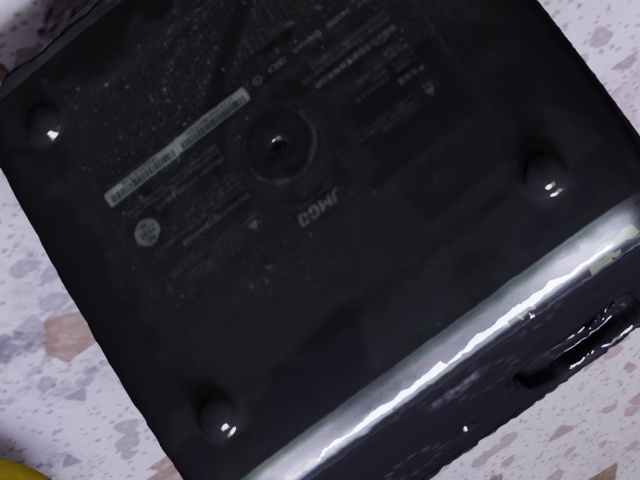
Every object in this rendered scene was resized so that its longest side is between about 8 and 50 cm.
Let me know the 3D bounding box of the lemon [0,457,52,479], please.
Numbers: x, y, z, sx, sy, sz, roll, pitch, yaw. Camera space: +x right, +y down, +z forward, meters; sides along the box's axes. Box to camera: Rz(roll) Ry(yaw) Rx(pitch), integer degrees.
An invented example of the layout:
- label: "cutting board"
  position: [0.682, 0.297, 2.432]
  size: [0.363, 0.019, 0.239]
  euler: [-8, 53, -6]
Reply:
- label: "lemon"
  position: [-0.333, 0.355, 1.700]
  size: [0.364, 0.364, 0.364]
  euler: [-21, 145, -15]

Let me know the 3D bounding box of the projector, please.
- label: "projector"
  position: [0.010, -0.046, 1.353]
  size: [0.395, 0.405, 0.242]
  euler: [-38, 158, 11]
